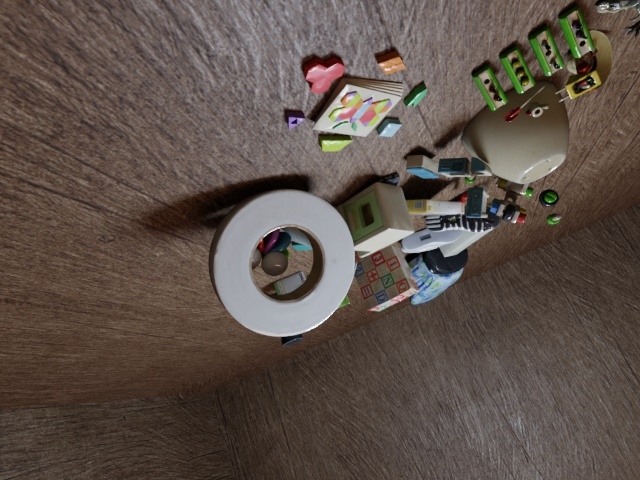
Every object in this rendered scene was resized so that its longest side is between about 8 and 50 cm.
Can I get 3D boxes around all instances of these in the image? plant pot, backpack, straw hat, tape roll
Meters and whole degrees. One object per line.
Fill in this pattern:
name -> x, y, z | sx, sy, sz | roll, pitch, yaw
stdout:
plant pot -> 0.569, -0.272, 1.279 | 0.284, 0.190, 0.284 | -19, 158, -8
backpack -> 0.533, 0.163, 2.264 | 0.290, 0.273, 0.356 | -14, 171, -38
straw hat -> 0.641, -0.438, 1.118 | 0.145, 0.144, 0.061 | -12, -166, -26
tape roll -> -0.093, 0.057, 1.200 | 0.393, 0.391, 0.072 | -13, -168, -23

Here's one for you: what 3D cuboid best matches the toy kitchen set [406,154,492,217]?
toy kitchen set -> 0.354, -0.149, 1.281 | 0.207, 0.165, 0.122 | 4, 178, 38

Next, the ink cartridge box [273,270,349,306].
ink cartridge box -> -0.037, 0.215, 1.863 | 0.255, 0.188, 0.097 | -24, 157, 0

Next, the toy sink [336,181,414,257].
toy sink -> 0.144, -0.055, 1.410 | 0.131, 0.152, 0.234 | 4, 156, -41

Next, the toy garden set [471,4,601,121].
toy garden set -> 0.508, -0.369, 1.049 | 0.244, 0.049, 0.204 | -32, 127, 23

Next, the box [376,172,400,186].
box -> 0.203, -0.171, 1.399 | 0.067, 0.018, 0.083 | -18, 159, -8

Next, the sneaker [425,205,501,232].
sneaker -> 0.568, -0.089, 1.790 | 0.282, 0.106, 0.163 | 2, -174, 32

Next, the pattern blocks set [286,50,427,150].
pattern blocks set -> 0.081, -0.287, 0.991 | 0.325, 0.026, 0.285 | -12, 157, -26

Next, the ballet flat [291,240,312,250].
ballet flat -> 0.000, 0.000, 1.452 | 0.203, 0.074, 0.074 | 5, 173, 30

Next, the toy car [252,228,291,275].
toy car -> -0.161, 0.004, 1.275 | 0.182, 0.159, 0.136 | 14, 117, -24

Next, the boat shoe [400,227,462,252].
boat shoe -> 0.474, -0.003, 1.972 | 0.268, 0.096, 0.088 | -19, 163, -5

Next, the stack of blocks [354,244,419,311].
stack of blocks -> 0.204, 0.080, 1.619 | 0.171, 0.297, 0.087 | -32, 155, 23

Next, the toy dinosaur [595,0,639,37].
toy dinosaur -> 0.732, -0.530, 1.004 | 0.268, 0.064, 0.118 | -26, 152, 1

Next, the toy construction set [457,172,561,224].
toy construction set -> 0.643, -0.166, 1.621 | 0.309, 0.257, 0.237 | -4, 174, 8

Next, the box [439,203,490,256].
box -> 0.640, -0.041, 2.019 | 0.094, 0.113, 0.275 | -7, 156, -35

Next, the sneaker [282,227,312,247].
sneaker -> -0.020, -0.016, 1.344 | 0.262, 0.099, 0.121 | 40, 145, -19

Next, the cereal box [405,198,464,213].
cereal box -> 0.352, -0.110, 1.552 | 0.240, 0.047, 0.173 | 0, 180, -43

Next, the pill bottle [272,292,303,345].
pill bottle -> -0.155, 0.344, 2.009 | 0.123, 0.219, 0.122 | -19, 159, -8
